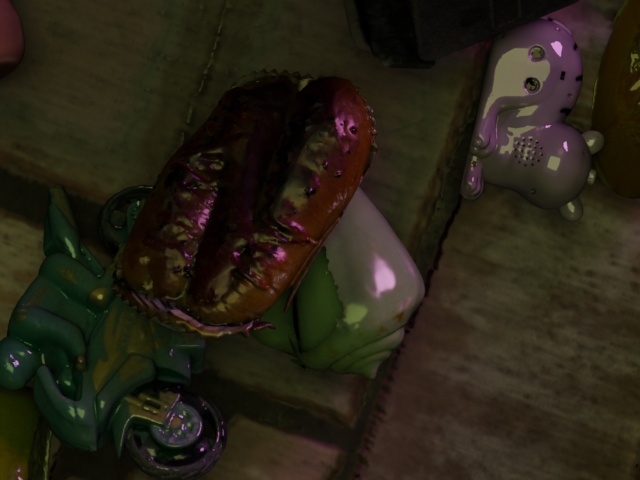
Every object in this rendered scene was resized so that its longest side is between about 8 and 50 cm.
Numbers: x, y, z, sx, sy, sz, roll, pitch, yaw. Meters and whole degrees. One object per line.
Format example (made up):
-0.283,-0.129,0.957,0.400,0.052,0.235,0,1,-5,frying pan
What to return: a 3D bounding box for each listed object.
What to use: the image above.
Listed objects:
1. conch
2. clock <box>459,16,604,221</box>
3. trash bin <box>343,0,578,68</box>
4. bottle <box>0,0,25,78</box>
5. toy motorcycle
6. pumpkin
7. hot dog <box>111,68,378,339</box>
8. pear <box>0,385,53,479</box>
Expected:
-0.013,0.013,1.620,0.250,0.137,0.143,50,131,16,conch
0.197,-0.111,1.646,0.117,0.080,0.176,12,87,2,clock
0.105,-0.369,1.573,0.296,0.256,0.367,-23,69,0,trash bin
-0.375,-0.260,1.628,0.206,0.173,0.296,-22,88,30,bottle
-0.185,0.078,1.594,0.198,0.109,0.296,0,55,-8,toy motorcycle
0.330,-0.135,1.599,0.110,0.217,0.217,9,86,-15,pumpkin
-0.064,-0.036,1.545,0.163,0.082,0.270,22,69,24,hot dog
-0.373,0.258,1.581,0.282,0.176,0.286,4,85,3,pear
